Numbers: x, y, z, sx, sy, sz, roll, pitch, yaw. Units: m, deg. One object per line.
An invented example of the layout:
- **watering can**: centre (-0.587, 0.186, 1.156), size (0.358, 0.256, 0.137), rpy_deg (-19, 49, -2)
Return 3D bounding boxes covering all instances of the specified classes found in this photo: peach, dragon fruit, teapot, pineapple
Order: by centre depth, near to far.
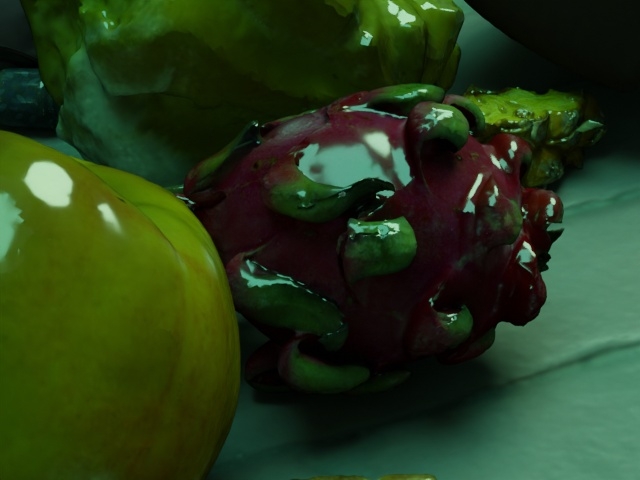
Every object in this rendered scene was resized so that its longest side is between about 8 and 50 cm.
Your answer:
- **peach**: centre (-0.199, 0.090, 1.024), size (0.289, 0.307, 0.289), rpy_deg (26, 3, -1)
- **dragon fruit**: centre (0.009, 0.004, 1.179), size (0.273, 0.198, 0.218), rpy_deg (-10, 57, 42)
- **pineapple**: centre (0.136, -0.074, 1.366), size (0.137, 0.069, 0.116), rpy_deg (-12, 27, -19)
- **teapot**: centre (-0.238, -0.120, 1.534), size (0.083, 0.049, 0.063), rpy_deg (6, 37, 24)

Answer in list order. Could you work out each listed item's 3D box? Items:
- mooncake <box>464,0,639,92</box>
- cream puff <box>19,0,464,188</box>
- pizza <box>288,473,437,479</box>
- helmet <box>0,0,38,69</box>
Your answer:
- **mooncake**: centre (0.253, -0.242, 1.412), size (0.326, 0.174, 0.334), rpy_deg (9, 31, -10)
- **cream puff**: centre (-0.033, -0.188, 1.348), size (0.276, 0.378, 0.378), rpy_deg (12, 39, 32)
- **pizza**: centre (-0.019, 0.194, 1.005), size (0.161, 0.062, 0.182), rpy_deg (10, 43, 17)
- **helmet**: centre (-0.221, -0.204, 1.563), size (0.253, 0.154, 0.198), rpy_deg (-15, -12, 10)
